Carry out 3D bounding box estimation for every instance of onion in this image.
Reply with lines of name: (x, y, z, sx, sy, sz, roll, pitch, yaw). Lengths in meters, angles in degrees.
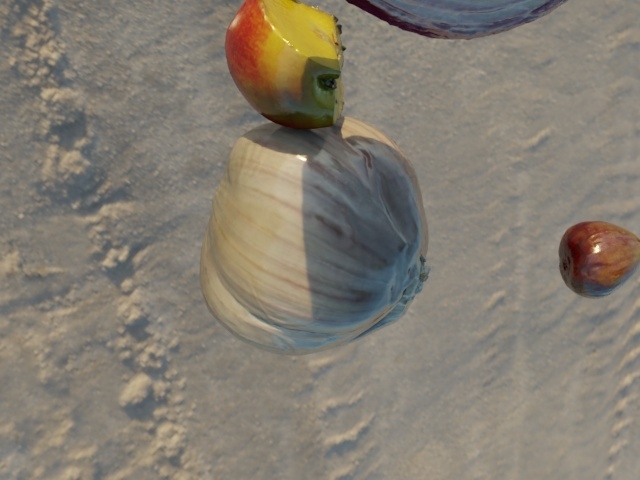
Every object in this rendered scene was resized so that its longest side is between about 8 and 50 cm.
onion: (0.060, -0.208, 0.618, 0.250, 0.247, 0.111, 8, 113, -21)

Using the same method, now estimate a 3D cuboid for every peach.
peach: (-0.035, -0.178, 0.886, 0.118, 0.151, 0.151, -11, 136, 11)

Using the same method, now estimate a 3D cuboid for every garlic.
garlic: (0.000, 0.000, 1.030, 0.317, 0.259, 0.317, -62, 178, -4)

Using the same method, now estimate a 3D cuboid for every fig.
fig: (0.335, 0.017, 1.005, 0.125, 0.089, 0.089, -12, 128, -6)
